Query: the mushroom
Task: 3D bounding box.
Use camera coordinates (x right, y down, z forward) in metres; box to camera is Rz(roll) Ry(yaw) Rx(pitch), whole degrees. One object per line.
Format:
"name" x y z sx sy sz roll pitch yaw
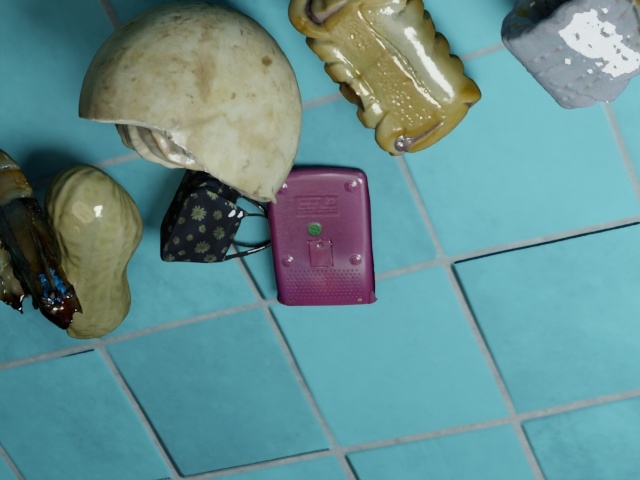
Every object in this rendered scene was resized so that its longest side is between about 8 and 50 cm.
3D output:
"mushroom" -0.132 -0.164 1.546 0.253 0.189 0.195 31 172 -32

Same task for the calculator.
"calculator" 0.000 0.000 1.698 0.126 0.034 0.190 -1 122 7

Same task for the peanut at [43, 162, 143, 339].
"peanut" -0.281 0.016 1.743 0.111 0.125 0.274 33 136 22

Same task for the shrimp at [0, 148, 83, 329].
"shrimp" -0.362 0.028 1.706 0.054 0.290 0.222 -16 141 -27

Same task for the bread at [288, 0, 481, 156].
"bread" 0.074 -0.200 1.522 0.134 0.081 0.225 -26 112 22

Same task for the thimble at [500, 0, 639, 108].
"thimble" 0.273 -0.216 1.431 0.151 0.127 0.118 -34 111 31

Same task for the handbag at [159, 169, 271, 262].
"handbag" -0.118 -0.020 1.712 0.139 0.072 0.115 14 122 -22
